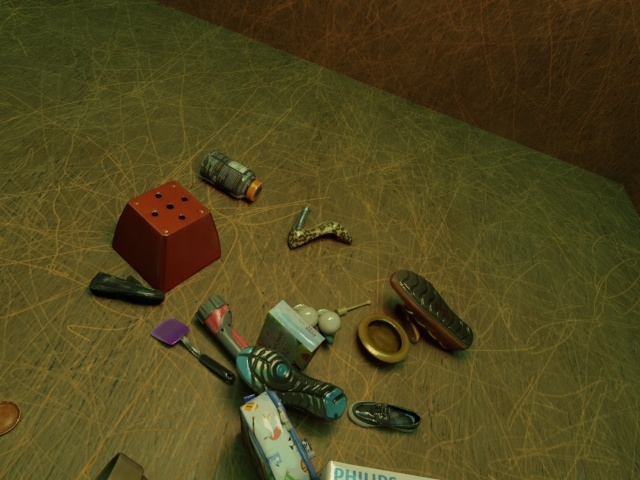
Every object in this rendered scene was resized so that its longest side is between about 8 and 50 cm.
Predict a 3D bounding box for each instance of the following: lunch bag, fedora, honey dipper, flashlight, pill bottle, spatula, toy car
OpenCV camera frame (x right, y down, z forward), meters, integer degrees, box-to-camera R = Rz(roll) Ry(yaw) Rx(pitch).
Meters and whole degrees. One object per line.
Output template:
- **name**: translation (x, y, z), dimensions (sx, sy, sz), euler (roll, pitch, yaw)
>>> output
- **lunch bag**: translation (-0.116, 0.501, 1.007), dimensions (0.115, 0.303, 0.243), euler (-21, 61, -25)
- **fedora**: translation (0.210, 0.348, 1.425), dimensions (0.195, 0.079, 0.194), euler (10, 43, -9)
- **honey dipper**: translation (0.124, 0.247, 1.517), dimensions (0.161, 0.030, 0.030), euler (-10, 55, -33)
- **flashlight**: translation (-0.256, 0.306, 1.269), dimensions (0.304, 0.103, 0.103), euler (44, 93, 13)
- **pill bottle**: translation (-0.359, -0.257, 1.691), dimensions (0.246, 0.130, 0.130), euler (31, 47, 6)
- **spatula**: translation (-0.374, 0.332, 1.239), dimensions (0.297, 0.030, 0.084), euler (34, 45, 9)
- **toy car**: translation (-0.024, 0.289, 1.357), dimensions (0.182, 0.159, 0.136), euler (14, 82, -11)

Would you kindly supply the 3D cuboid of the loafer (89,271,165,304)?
- **loafer**: translation (-0.595, 0.145, 1.282), dimensions (0.224, 0.076, 0.078), euler (12, 55, -7)

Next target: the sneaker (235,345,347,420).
- **sneaker**: translation (-0.098, 0.415, 1.164), dimensions (0.341, 0.140, 0.125), euler (34, 60, -12)

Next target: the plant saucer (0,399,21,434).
- **plant saucer**: translation (-0.779, 0.433, 1.001), dimensions (0.084, 0.013, 0.083), euler (11, 48, -12)

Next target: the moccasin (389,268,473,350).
- **moccasin**: translation (0.381, 0.253, 1.478), dimensions (0.380, 0.147, 0.139), euler (41, 49, -16)

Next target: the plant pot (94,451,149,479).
- **plant pot**: translation (-0.384, 0.644, 0.809), dimensions (0.280, 0.323, 0.323), euler (37, 45, -12)

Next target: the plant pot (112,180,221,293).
- **plant pot**: translation (-0.501, -0.036, 1.368), dimensions (0.267, 0.235, 0.267), euler (40, 48, 14)

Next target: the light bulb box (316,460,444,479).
- **light bulb box**: translation (0.142, 0.753, 0.944), dimensions (0.358, 0.225, 0.360), euler (14, 46, -9)

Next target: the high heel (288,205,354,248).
- **high heel**: translation (0.000, 0.000, 1.668), dimensions (0.261, 0.093, 0.186), euler (29, 68, -13)

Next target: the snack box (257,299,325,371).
- **snack box**: translation (-0.097, 0.304, 1.252), dimensions (0.174, 0.207, 0.070), euler (41, 48, 14)

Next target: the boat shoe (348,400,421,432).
- **boat shoe**: translation (0.202, 0.535, 1.260), dimensions (0.229, 0.076, 0.080), euler (18, 47, -7)

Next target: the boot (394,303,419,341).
- **boot**: translation (0.346, 0.304, 1.536), dimensions (0.085, 0.059, 0.157), euler (4, 48, -25)
